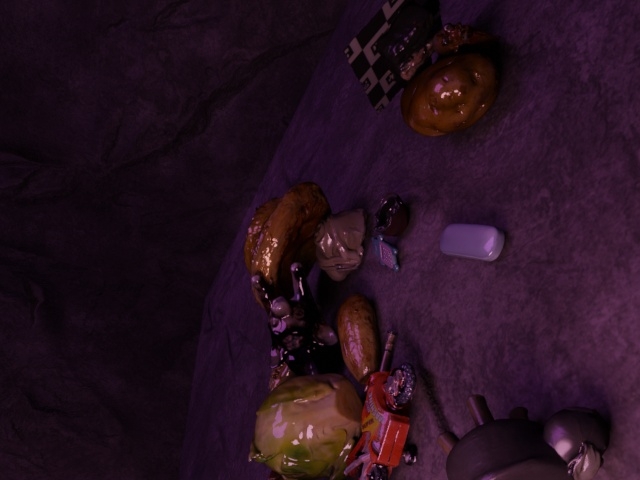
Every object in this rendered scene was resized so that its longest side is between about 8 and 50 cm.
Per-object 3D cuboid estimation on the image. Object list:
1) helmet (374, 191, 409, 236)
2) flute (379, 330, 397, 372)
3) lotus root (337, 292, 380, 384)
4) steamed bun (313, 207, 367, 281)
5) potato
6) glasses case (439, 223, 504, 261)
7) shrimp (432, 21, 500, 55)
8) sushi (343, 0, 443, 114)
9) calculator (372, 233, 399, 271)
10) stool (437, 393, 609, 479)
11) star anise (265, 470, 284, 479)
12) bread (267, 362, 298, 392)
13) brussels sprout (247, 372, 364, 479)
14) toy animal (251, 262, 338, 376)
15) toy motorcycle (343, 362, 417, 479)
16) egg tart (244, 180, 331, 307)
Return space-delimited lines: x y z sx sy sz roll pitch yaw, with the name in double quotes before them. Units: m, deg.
"helmet" 0.194 -0.062 1.278 0.098 0.071 0.123 -38 28 46
"flute" 0.142 0.328 1.135 0.027 0.027 0.232 -10 63 68
"lotus root" 0.097 0.238 1.240 0.110 0.097 0.258 -53 30 36
"steamed bun" 0.046 0.004 1.505 0.218 0.145 0.210 136 147 -53
"potato" 0.290 -0.342 1.152 0.369 0.177 0.195 -112 32 -74
"glasses case" 0.300 0.002 0.973 0.178 0.045 0.067 10 82 71
"shrimp" 0.322 -0.449 1.081 0.294 0.154 0.062 -44 -47 -64
"sushi" 0.239 -0.471 1.232 0.296 0.100 0.373 -48 -20 5
"calculator" 0.170 0.030 1.282 0.141 0.019 0.094 -137 35 -63
"stool" 0.273 0.300 0.667 0.228 0.153 0.139 -23 29 6
"star anise" -0.079 0.602 1.359 0.196 0.111 0.212 -64 -22 -44
"bread" -0.102 0.443 1.596 0.110 0.103 0.156 -38 42 39
"brussels sprout" -0.029 0.452 1.140 0.294 0.260 0.227 -44 38 17
"toy animal" -0.051 0.269 1.333 0.344 0.195 0.302 66 -178 -48
"toy motorcycle" 0.132 0.389 1.012 0.171 0.089 0.297 -163 90 -72
"egg tart" -0.124 0.008 1.549 0.443 0.178 0.442 -53 -25 -38
